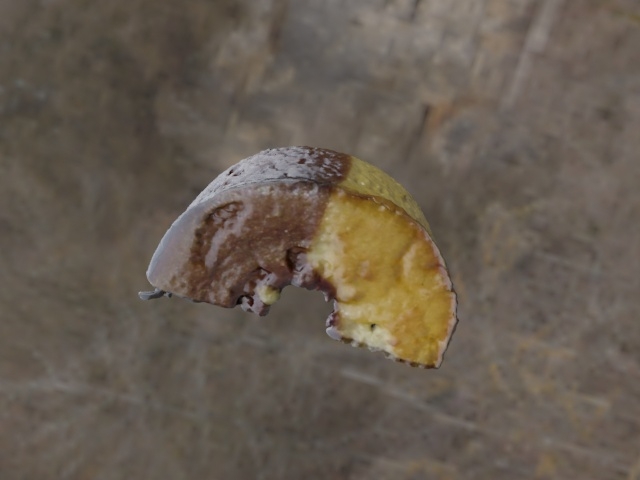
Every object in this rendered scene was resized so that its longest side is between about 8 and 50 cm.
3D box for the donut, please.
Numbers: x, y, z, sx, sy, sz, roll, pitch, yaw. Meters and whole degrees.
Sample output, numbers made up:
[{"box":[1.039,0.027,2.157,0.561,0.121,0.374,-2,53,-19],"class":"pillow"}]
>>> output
[{"box":[0.002,0.001,1.343,0.085,0.217,0.141,-82,15,-56],"class":"donut"}]
